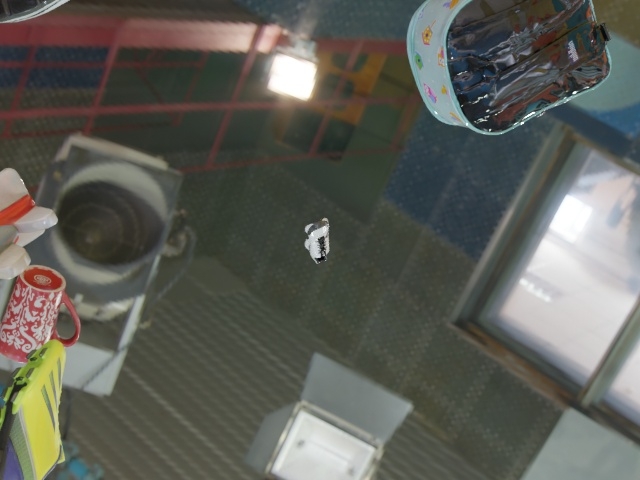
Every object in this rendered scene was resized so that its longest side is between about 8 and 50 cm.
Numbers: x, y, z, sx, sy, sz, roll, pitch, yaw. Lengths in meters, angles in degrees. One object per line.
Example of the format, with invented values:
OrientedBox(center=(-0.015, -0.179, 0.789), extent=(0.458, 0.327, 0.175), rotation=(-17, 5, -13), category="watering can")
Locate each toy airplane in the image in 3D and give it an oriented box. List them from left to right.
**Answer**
OrientedBox(center=(-0.686, 0.011, 2.067), extent=(0.272, 0.386, 0.384), rotation=(46, -157, -36), category="toy airplane")

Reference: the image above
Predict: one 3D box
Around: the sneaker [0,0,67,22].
OrientedBox(center=(-0.308, -0.426, 1.686), extent=(0.257, 0.447, 0.169), rotation=(7, -115, -61), category="sneaker")

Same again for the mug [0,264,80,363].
OrientedBox(center=(-0.555, 0.141, 2.213), extent=(0.150, 0.169, 0.113), rotation=(-4, -144, -42), category="mug")

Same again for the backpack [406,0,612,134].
OrientedBox(center=(0.178, -0.201, 1.132), extent=(0.188, 0.166, 0.144), rotation=(-35, -148, -21), category="backpack")

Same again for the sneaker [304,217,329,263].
OrientedBox(center=(0.000, 0.000, 1.781), extent=(0.040, 0.109, 0.044), rotation=(-21, -113, -10), category="sneaker")

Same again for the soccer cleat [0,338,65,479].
OrientedBox(center=(-0.456, 0.300, 1.787), extent=(0.121, 0.093, 0.289), rotation=(30, -123, -27), category="soccer cleat")
